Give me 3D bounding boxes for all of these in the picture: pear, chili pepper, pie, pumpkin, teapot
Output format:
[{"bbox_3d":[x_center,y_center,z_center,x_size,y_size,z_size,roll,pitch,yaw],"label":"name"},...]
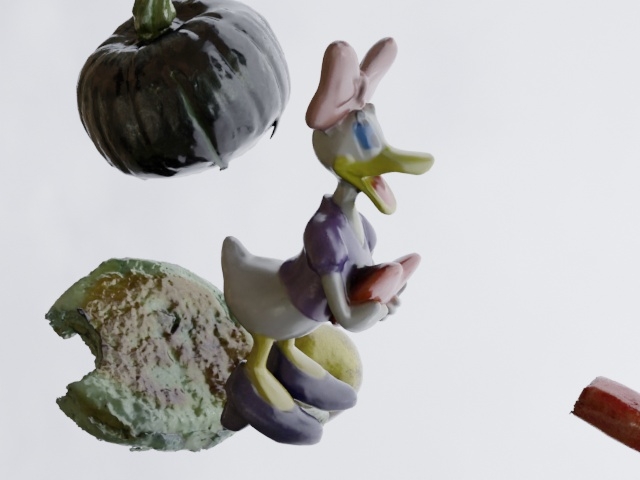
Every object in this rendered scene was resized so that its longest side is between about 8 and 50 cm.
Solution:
[{"bbox_3d":[-0.022,0.243,2.101,0.197,0.197,0.197,15,-72,56],"label":"pear"},{"bbox_3d":[0.392,0.226,1.451,0.123,0.073,0.070,30,-91,29],"label":"chili pepper"},{"bbox_3d":[-0.211,0.148,1.484,0.067,0.302,0.302,-51,-127,43],"label":"pie"},{"bbox_3d":[-0.196,-0.225,1.502,0.296,0.296,0.296,15,-72,56],"label":"pumpkin"},{"bbox_3d":[-0.011,0.281,1.941,0.083,0.057,0.067,79,19,-46],"label":"teapot"}]

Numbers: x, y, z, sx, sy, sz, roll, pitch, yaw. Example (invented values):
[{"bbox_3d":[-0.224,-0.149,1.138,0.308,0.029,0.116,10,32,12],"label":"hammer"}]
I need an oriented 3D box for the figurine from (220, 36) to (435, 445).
[{"bbox_3d":[0.002,0.006,1.149,0.193,0.154,0.421,32,-68,15],"label":"figurine"}]
